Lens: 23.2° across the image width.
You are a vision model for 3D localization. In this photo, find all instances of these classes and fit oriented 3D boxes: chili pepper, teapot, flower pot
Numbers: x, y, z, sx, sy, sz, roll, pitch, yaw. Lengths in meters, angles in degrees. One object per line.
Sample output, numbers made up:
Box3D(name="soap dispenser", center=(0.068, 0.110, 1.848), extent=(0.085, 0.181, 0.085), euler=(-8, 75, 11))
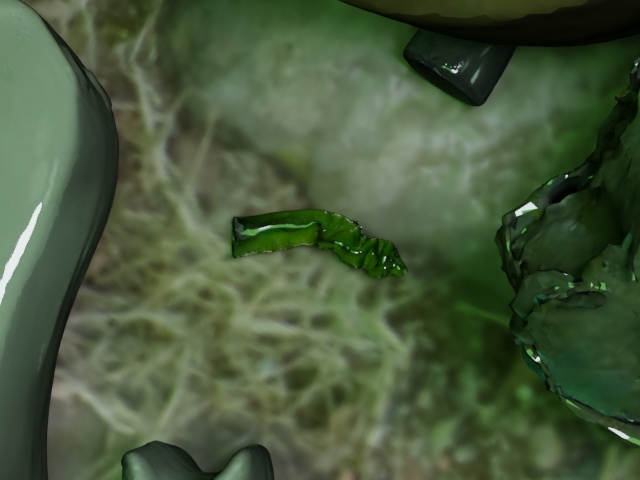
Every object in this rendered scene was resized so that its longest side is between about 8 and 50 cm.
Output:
Box3D(name="chili pepper", center=(0.000, 0.000, 0.702), extent=(0.083, 0.022, 0.027), euler=(9, 57, 8))
Box3D(name="teapot", center=(0.084, -0.114, 0.684), extent=(0.043, 0.043, 0.110), euler=(35, 89, 7))
Box3D(name="flower pot", center=(-0.134, 0.103, 0.645), extent=(0.254, 0.164, 0.367), euler=(-34, 85, 0))

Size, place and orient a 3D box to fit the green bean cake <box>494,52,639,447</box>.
Box3D(name="green bean cake", center=(0.217, -0.006, 0.546), extent=(0.255, 0.132, 0.241), euler=(26, 123, -22))

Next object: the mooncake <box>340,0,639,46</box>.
Box3D(name="mooncake", center=(0.065, -0.212, 0.570), extent=(0.284, 0.155, 0.284), euler=(4, 99, 26))
